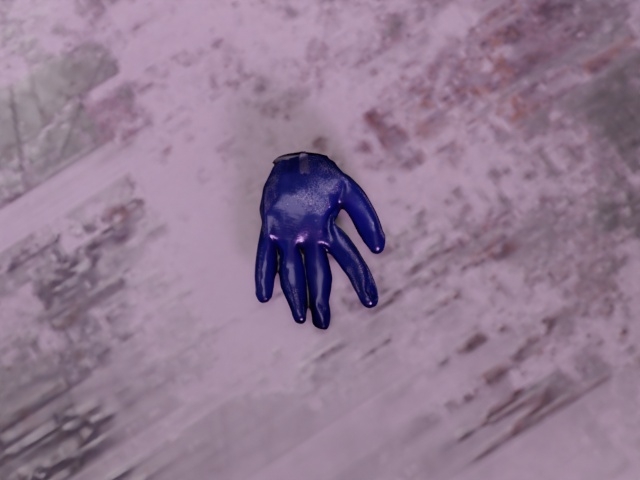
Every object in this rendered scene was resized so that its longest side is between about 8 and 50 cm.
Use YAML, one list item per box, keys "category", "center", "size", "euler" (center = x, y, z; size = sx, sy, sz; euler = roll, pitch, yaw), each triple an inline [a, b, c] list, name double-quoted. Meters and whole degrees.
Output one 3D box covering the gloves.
- category: "gloves"
  center: [0.000, 0.000, 0.557]
  size: [0.064, 0.026, 0.086]
  euler: [1, 78, 2]
